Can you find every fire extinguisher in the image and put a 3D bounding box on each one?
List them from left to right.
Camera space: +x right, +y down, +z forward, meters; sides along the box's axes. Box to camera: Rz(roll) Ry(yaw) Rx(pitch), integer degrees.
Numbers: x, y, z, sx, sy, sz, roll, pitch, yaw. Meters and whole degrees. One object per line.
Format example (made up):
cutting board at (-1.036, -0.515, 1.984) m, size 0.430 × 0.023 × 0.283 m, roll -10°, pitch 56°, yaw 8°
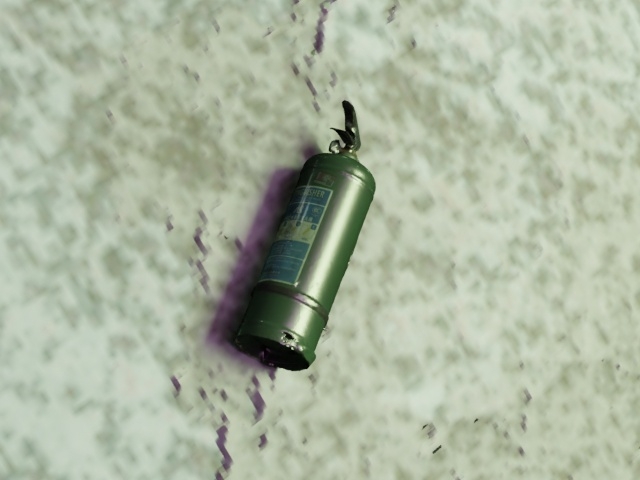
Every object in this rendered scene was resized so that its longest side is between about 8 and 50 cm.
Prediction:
fire extinguisher at (0.000, 0.000, 0.573) m, size 0.038 × 0.025 × 0.083 m, roll 55°, pitch 50°, yaw -56°
